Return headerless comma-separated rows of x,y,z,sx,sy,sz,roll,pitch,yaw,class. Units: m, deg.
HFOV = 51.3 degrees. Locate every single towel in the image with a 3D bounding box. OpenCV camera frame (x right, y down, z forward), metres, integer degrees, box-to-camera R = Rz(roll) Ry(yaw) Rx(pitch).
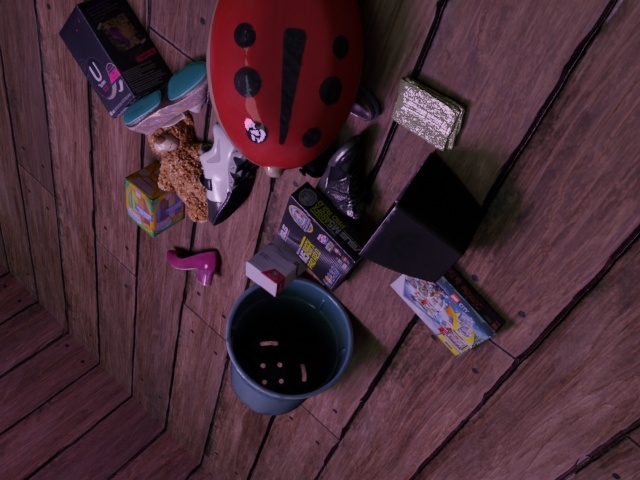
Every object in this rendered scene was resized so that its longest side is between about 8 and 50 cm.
0.209,-0.248,1.303,0.148,0.027,0.110,34,140,20,towel

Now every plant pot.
0.217,-0.028,1.361,0.167,0.188,0.187,35,141,1,plant pot
-0.113,0.327,1.876,0.341,0.341,0.334,43,149,12,plant pot

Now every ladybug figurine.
-0.061,-0.336,1.256,0.162,0.304,0.450,-119,31,-71,ladybug figurine

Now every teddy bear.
-0.378,-0.194,1.884,0.245,0.113,0.338,15,130,35,teddy bear

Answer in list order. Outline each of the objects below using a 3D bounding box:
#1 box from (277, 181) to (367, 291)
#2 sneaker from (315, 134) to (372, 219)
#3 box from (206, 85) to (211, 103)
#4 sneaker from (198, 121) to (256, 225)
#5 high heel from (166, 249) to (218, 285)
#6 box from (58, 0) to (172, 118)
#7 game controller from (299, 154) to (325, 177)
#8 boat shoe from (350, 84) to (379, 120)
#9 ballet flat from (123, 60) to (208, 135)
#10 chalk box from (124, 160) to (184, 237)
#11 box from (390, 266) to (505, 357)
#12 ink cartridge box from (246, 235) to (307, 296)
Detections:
0.000,0.000,1.632,0.216,0.060,0.270,46,159,7,box
0.072,-0.134,1.491,0.130,0.087,0.227,42,144,10,sneaker
-0.238,-0.409,1.542,0.029,0.162,0.116,6,136,-7,box
-0.258,-0.181,1.764,0.146,0.122,0.331,40,136,12,sneaker
-0.418,0.049,2.170,0.244,0.082,0.117,30,111,44,high heel
-0.549,-0.494,1.790,0.165,0.143,0.270,-21,103,51,box
-0.103,-0.268,1.516,0.319,0.067,0.166,50,-178,1,game controller
0.039,-0.303,1.400,0.183,0.066,0.066,38,141,17,boat shoe
-0.371,-0.363,1.732,0.316,0.108,0.106,-20,148,29,ballet flat
-0.514,-0.111,2.071,0.132,0.132,0.213,35,140,21,chalk box
0.286,0.143,1.524,0.233,0.044,0.159,48,142,6,box
-0.109,0.062,1.780,0.109,0.150,0.063,35,143,21,ink cartridge box
